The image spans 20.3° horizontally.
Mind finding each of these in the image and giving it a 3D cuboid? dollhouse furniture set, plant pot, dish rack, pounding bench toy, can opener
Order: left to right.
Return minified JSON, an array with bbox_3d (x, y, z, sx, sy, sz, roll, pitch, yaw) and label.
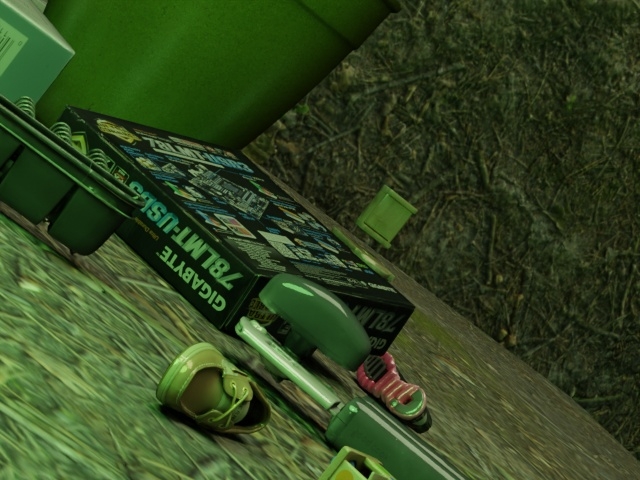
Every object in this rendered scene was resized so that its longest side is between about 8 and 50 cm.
[{"bbox_3d":[-0.253,-0.084,1.458,0.208,0.074,0.271,38,4,-15],"label":"dish rack"},{"bbox_3d":[-0.160,-0.239,2.024,0.366,0.353,0.366,39,4,-3],"label":"plant pot"},{"bbox_3d":[0.000,0.000,1.946,0.161,0.182,0.101,36,3,-22],"label":"dollhouse furniture set"},{"bbox_3d":[0.035,0.179,1.185,0.065,0.052,0.083,40,4,33],"label":"pounding bench toy"},{"bbox_3d":[0.050,0.138,1.466,0.283,0.095,0.076,39,5,11],"label":"can opener"}]

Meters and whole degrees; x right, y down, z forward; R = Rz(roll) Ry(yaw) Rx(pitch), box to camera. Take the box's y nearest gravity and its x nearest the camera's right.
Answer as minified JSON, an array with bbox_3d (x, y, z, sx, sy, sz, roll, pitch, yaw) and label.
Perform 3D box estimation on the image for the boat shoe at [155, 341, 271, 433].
[{"bbox_3d":[-0.066,0.101,1.182,0.045,0.050,0.135,34,2,20],"label":"boat shoe"}]

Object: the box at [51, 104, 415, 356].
[{"bbox_3d":[-0.088,-0.008,1.763,0.293,0.073,0.295,40,14,30],"label":"box"}]

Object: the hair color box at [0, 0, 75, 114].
[{"bbox_3d":[-0.387,-0.244,1.796,0.185,0.113,0.374,36,5,-28],"label":"hair color box"}]

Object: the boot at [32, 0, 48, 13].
[{"bbox_3d":[-0.416,-0.283,2.144,0.258,0.095,0.123,26,15,26],"label":"boot"}]

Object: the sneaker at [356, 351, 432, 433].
[{"bbox_3d":[0.080,0.163,1.884,0.057,0.047,0.119,54,-3,-40],"label":"sneaker"}]
